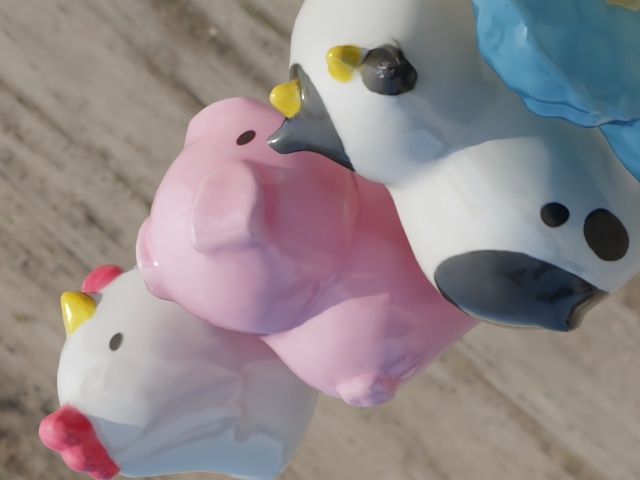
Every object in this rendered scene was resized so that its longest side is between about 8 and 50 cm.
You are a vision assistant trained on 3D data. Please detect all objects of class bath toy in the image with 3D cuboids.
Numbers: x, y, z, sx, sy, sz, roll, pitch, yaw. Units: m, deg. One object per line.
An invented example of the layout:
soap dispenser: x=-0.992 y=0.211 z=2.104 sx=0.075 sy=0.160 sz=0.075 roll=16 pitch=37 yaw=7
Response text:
bath toy: x=0.000 y=0.000 z=0.663 sx=0.348 sy=0.129 sz=0.151 roll=-37 pitch=80 yaw=45
